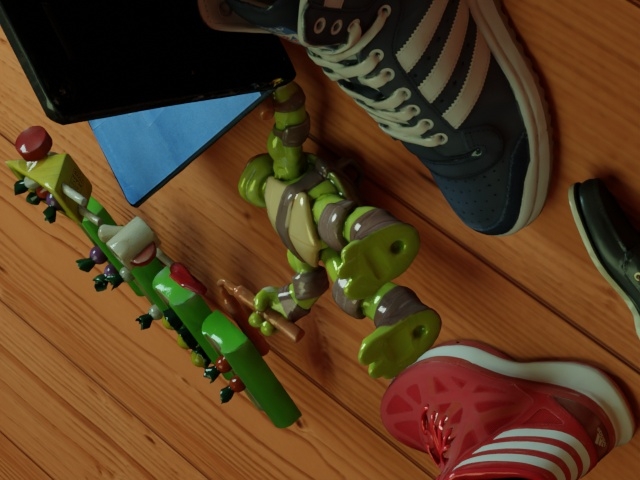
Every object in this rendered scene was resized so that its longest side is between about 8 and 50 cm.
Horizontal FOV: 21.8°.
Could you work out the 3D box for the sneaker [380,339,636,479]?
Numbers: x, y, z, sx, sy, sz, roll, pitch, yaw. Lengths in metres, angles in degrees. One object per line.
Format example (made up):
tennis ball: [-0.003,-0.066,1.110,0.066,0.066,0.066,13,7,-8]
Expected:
sneaker: [0.087,0.133,1.093,0.221,0.128,0.087,-12,110,54]

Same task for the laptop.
laptop: [-0.212,-0.209,1.007,0.236,0.408,0.382,-29,87,25]

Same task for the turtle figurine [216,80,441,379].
turtle figurine: [0.000,0.000,1.110,0.217,0.087,0.269,45,143,49]

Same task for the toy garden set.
toy garden set: [-0.138,0.031,1.258,0.244,0.049,0.204,38,166,41]

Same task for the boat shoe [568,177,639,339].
boat shoe: [0.186,0.019,0.943,0.042,0.049,0.133,-32,87,30]

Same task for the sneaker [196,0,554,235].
sneaker: [0.031,-0.100,0.919,0.099,0.153,0.282,13,130,47]
